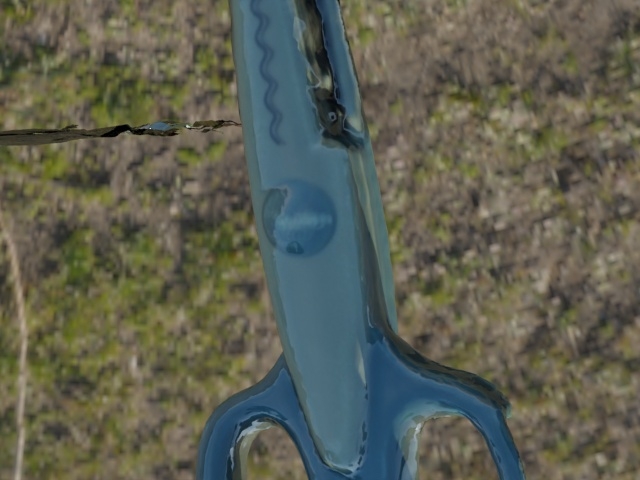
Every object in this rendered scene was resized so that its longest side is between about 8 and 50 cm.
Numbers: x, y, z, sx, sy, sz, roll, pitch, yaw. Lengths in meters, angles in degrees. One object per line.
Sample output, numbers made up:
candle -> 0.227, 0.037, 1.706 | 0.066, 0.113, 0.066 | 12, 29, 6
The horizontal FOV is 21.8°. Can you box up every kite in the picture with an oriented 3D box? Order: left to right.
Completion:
kite -> -0.166, -0.081, 1.229 | 0.152, 0.285, 0.015 | 4, 96, 36

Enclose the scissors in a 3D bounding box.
scissors -> 0.000, 0.000, 0.608 | 0.138, 0.041, 0.289 | -7, 93, 32
